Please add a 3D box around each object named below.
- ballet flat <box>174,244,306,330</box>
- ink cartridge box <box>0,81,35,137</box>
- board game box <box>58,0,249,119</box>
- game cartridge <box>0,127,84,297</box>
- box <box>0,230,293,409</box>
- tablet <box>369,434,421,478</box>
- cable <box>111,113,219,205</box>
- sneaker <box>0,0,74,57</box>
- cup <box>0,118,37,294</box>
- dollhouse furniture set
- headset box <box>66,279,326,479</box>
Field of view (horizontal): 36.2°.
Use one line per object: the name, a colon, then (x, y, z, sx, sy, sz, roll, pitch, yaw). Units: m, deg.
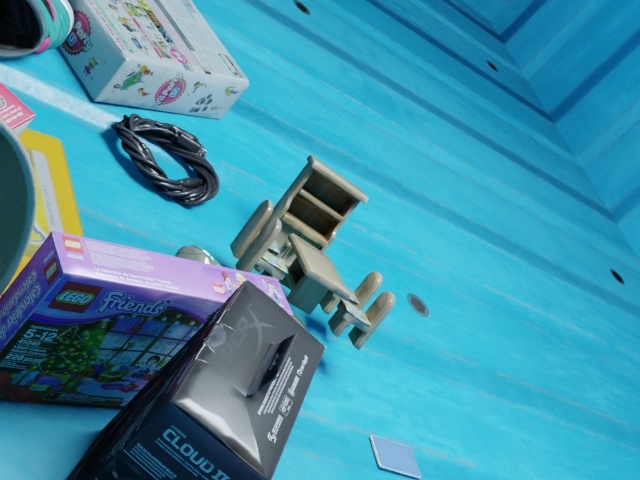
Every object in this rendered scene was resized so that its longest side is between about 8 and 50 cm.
ballet flat: (-0.116, 0.090, 1.326, 0.213, 0.072, 0.068, 37, 55, -13)
ink cartridge box: (-0.455, -0.160, 1.041, 0.237, 0.100, 0.172, 43, 28, -6)
board game box: (-0.290, -0.324, 1.623, 0.303, 0.097, 0.224, 0, 50, -57)
game cartridge: (-0.394, -0.031, 1.106, 0.285, 0.053, 0.324, 17, 36, -43)
box: (-0.199, 0.099, 1.027, 0.293, 0.201, 0.057, 14, 39, -44)
tablet: (0.105, 0.305, 1.378, 0.083, 0.006, 0.054, 25, 32, -35)
cable: (-0.237, -0.123, 1.476, 0.184, 0.047, 0.150, 27, 36, -36)
sneaker: (-0.488, -0.358, 1.373, 0.295, 0.124, 0.178, 35, 19, -22)
cup: (-0.442, -0.050, 0.809, 0.237, 0.331, 0.331, 43, 23, 28)
dollhouse furniture set: (0.000, 0.000, 1.419, 0.212, 0.161, 0.242, 33, 11, -22)
headset box: (-0.126, 0.186, 0.902, 0.110, 0.293, 0.218, 41, 26, -7)
